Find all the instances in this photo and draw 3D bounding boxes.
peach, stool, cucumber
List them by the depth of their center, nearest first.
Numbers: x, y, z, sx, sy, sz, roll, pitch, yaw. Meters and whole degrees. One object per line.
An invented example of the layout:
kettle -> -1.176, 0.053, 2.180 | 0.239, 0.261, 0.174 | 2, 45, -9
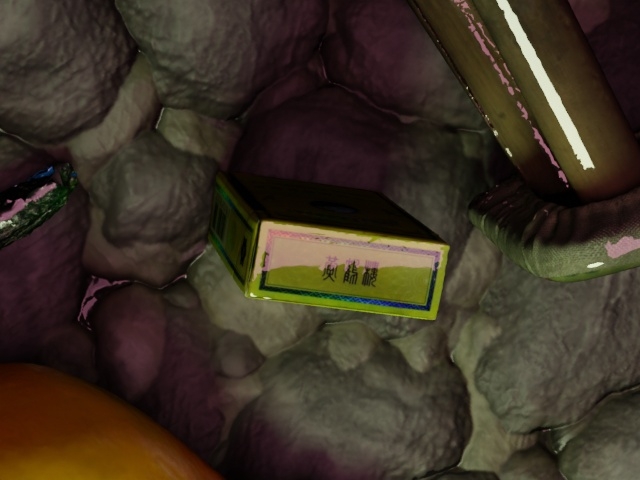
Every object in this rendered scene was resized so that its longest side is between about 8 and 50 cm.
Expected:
stool -> 0.247, -0.128, 1.337 | 0.310, 0.310, 0.226 | -19, 101, -6
peach -> -0.217, 0.242, 1.364 | 0.308, 0.289, 0.289 | 4, 105, -50
cucumber -> -0.300, 0.012, 1.404 | 0.257, 0.043, 0.044 | -28, 111, -4

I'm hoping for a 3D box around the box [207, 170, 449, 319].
box -> 0.000, 0.001, 1.362 | 0.141, 0.220, 0.064 | 8, 101, -11
